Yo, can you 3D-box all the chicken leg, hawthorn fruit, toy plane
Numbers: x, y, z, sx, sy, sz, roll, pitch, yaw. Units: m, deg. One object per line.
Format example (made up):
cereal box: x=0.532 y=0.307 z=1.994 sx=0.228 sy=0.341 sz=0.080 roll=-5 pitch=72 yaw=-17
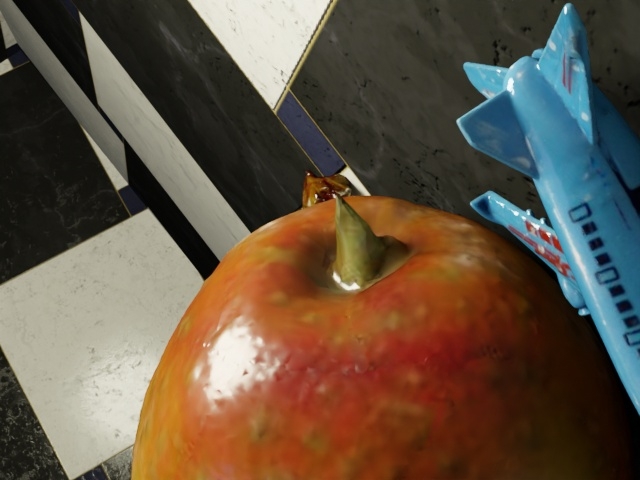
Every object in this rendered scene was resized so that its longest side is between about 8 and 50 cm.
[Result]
chicken leg: x=0.000 y=0.000 z=1.084 sx=0.304 sy=0.093 sz=0.113 roll=117 pitch=132 yaw=-71
hawthorn fruit: x=0.038 y=0.137 z=0.716 sx=0.403 sy=0.403 sz=0.403 roll=49 pitch=167 yaw=15
toy plane: x=0.169 y=0.011 z=0.469 sx=0.271 sy=0.105 sz=0.254 roll=52 pitch=168 yaw=-7
